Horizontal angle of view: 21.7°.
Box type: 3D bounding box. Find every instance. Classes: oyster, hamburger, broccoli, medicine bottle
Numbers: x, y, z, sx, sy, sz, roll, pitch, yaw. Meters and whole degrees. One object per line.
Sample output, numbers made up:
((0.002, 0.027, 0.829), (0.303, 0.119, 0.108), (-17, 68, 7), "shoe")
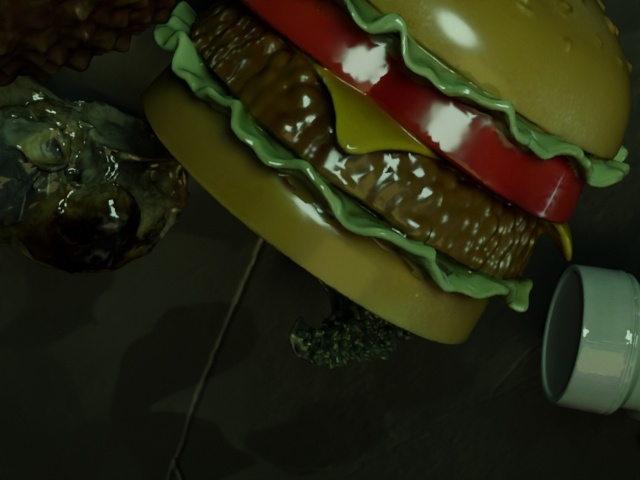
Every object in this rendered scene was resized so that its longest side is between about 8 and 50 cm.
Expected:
((-0.191, -0.043, 1.044), (0.232, 0.107, 0.161), (12, 132, -20), "oyster")
((0.052, -0.096, 0.959), (0.274, 0.274, 0.212), (29, 105, -31), "hamburger")
((0.001, -0.002, 1.128), (0.204, 0.118, 0.122), (35, 134, -20), "broccoli")
((0.319, 0.093, 1.237), (0.296, 0.111, 0.161), (8, 166, -6), "medicine bottle")

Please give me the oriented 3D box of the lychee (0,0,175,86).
((-0.161, -0.188, 0.856), (0.271, 0.271, 0.271), (-7, 129, -9), "lychee")
